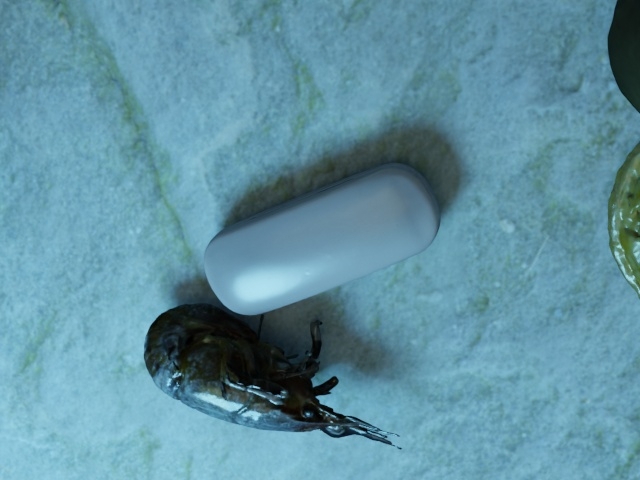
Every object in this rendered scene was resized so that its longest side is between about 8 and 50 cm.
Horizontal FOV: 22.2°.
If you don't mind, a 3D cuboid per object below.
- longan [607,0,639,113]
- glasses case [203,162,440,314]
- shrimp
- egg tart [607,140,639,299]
[{"bbox_3d":[0.414,-0.225,1.698,0.246,0.215,0.246,0,88,10],"label":"longan"},{"bbox_3d":[0.000,0.000,1.944,0.297,0.075,0.113,-21,105,17],"label":"glasses case"},{"bbox_3d":[-0.053,0.173,1.998,0.343,0.145,0.116,22,139,7],"label":"shrimp"},{"bbox_3d":[0.476,-0.015,1.816,0.319,0.128,0.318,4,110,12],"label":"egg tart"}]
